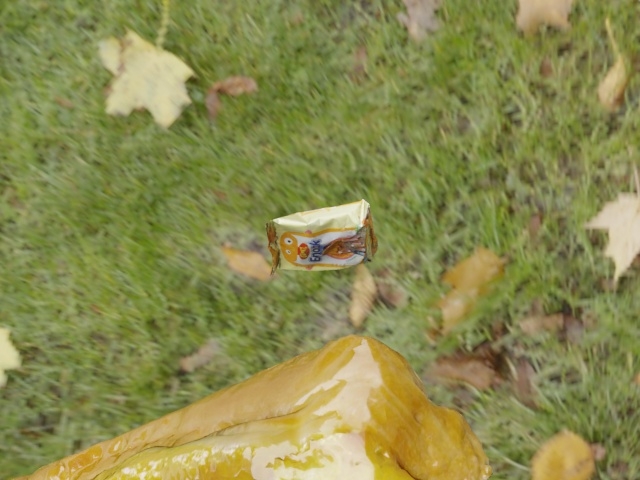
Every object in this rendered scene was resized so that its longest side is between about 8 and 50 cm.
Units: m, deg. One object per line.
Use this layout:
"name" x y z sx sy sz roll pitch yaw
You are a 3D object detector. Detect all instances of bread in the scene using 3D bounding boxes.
"bread" -0.052 0.176 0.781 0.185 0.109 0.380 48 136 -14

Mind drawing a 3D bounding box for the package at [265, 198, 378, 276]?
"package" 0.002 0.000 1.611 0.120 0.108 0.031 -9 59 -3
